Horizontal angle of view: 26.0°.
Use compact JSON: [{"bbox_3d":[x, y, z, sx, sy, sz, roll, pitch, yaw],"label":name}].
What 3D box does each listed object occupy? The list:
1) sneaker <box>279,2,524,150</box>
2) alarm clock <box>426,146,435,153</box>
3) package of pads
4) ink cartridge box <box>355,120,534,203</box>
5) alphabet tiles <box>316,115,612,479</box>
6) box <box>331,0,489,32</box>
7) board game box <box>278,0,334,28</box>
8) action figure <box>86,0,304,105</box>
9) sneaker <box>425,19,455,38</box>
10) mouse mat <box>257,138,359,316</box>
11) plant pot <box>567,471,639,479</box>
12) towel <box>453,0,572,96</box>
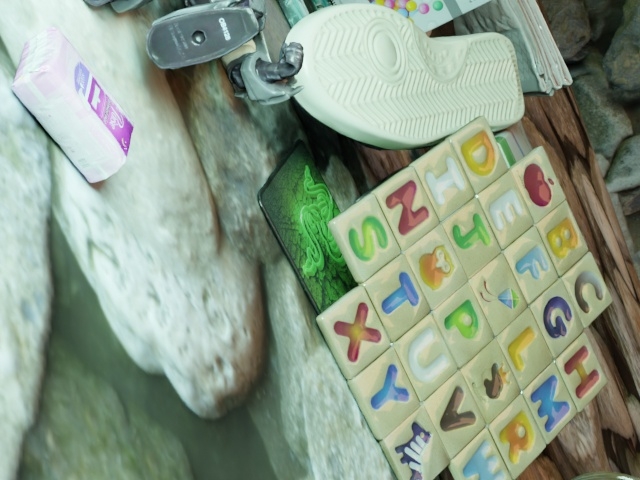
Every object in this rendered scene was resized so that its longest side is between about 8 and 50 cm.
[{"bbox_3d":[0.050,-0.136,1.297,0.350,0.148,0.131,1,81,-53],"label":"sneaker"},{"bbox_3d":[0.170,-0.091,1.667,0.129,0.064,0.192,-27,103,-67],"label":"alarm clock"},{"bbox_3d":[-0.145,-0.079,0.818,0.083,0.032,0.050,54,23,-33],"label":"package of pads"},{"bbox_3d":[0.140,-0.047,1.414,0.093,0.154,0.212,65,17,-6],"label":"ink cartridge box"},{"bbox_3d":[0.140,0.060,1.218,0.342,0.011,0.285,-36,104,-41],"label":"alphabet tiles"},{"bbox_3d":[0.081,-0.292,1.510,0.145,0.186,0.038,60,20,-20],"label":"box"},{"bbox_3d":[0.001,-0.216,1.445,0.186,0.026,0.126,64,17,-7],"label":"board game box"},{"bbox_3d":[-0.078,-0.184,1.053,0.185,0.099,0.285,59,15,-5],"label":"action figure"},{"bbox_3d":[0.139,-0.250,1.790,0.147,0.104,0.296,61,22,-25],"label":"sneaker"},{"bbox_3d":[0.000,0.000,1.189,0.153,0.007,0.190,62,17,-12],"label":"mouse mat"},{"bbox_3d":[0.251,0.317,1.279,0.165,0.167,0.167,-18,84,-64],"label":"plant pot"},{"bbox_3d":[0.199,-0.339,1.928,0.317,0.053,0.332,63,-13,-11],"label":"towel"}]
